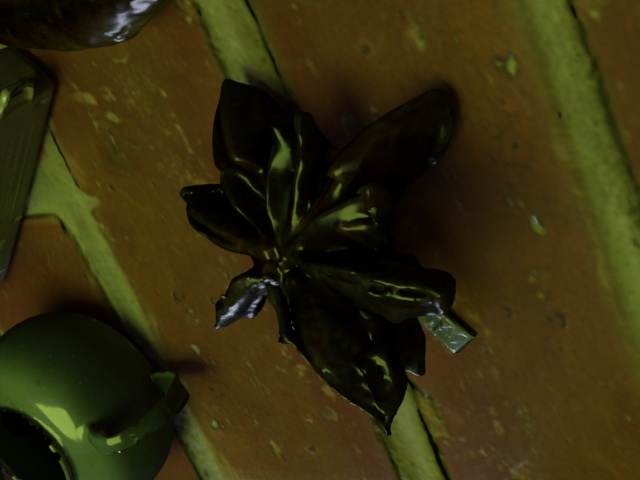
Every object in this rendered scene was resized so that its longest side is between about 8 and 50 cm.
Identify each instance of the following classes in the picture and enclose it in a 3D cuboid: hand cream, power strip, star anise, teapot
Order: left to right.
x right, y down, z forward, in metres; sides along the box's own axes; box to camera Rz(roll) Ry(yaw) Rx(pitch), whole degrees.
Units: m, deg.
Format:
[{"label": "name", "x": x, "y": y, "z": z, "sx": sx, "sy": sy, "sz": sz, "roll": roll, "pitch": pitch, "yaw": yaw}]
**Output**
[{"label": "power strip", "x": -0.303, "y": -0.034, "z": 1.139, "sx": 0.058, "sy": 0.098, "sz": 0.338, "roll": 39, "pitch": 138, "yaw": 10}, {"label": "teapot", "x": -0.232, "y": 0.162, "z": 1.212, "sx": 0.294, "sy": 0.129, "sz": 0.193, "roll": -11, "pitch": 115, "yaw": 45}, {"label": "star anise", "x": -0.002, "y": 0.003, "z": 0.886, "sx": 0.283, "sy": 0.129, "sz": 0.212, "roll": 12, "pitch": 114, "yaw": 44}, {"label": "hand cream", "x": 0.071, "y": 0.047, "z": 0.951, "sx": 0.093, "sy": 0.019, "sz": 0.030, "roll": 44, "pitch": 141, "yaw": 0}]

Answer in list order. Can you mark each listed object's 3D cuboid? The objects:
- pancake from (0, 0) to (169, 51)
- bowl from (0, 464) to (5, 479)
[{"label": "pancake", "x": -0.195, "y": -0.272, "z": 0.884, "sx": 0.427, "sy": 0.067, "sz": 0.304, "roll": 1, "pitch": 120, "yaw": 42}, {"label": "bowl", "x": -0.444, "y": 0.254, "z": 1.452, "sx": 0.289, "sy": 0.146, "sz": 0.289, "roll": 21, "pitch": 131, "yaw": 25}]
